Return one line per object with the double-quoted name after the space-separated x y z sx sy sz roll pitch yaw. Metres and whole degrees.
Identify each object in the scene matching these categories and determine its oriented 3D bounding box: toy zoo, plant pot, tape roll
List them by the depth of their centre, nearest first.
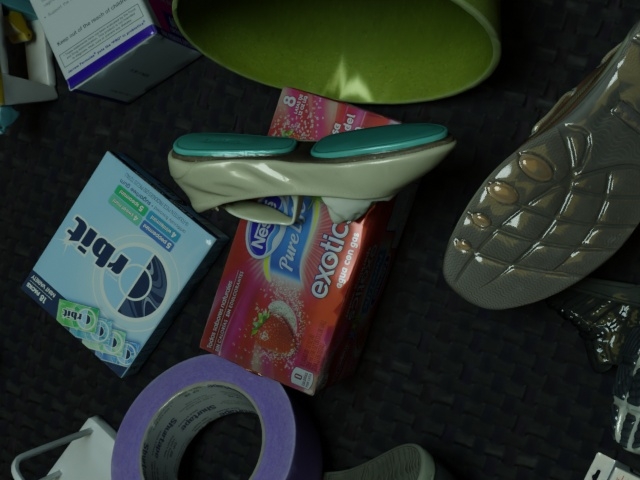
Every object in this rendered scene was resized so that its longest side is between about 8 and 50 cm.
0.034 -0.305 0.803 0.275 0.275 0.293 5 77 18 "plant pot"
-0.098 0.209 0.883 0.189 0.080 0.188 -10 57 16 "tape roll"
-0.345 -0.253 0.944 0.030 0.192 0.293 -7 88 18 "toy zoo"

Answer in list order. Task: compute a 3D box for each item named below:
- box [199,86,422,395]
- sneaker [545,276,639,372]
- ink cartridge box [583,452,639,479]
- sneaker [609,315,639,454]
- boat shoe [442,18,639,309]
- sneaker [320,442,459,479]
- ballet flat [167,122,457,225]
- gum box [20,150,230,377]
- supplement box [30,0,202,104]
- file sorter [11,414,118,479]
0.000 0.000 0.865 0.123 0.128 0.256 20 97 19 "box"
0.249 0.078 0.823 0.170 0.051 0.089 9 91 11 "sneaker"
0.278 0.232 0.829 0.083 0.028 0.048 25 98 17 "ink cartridge box"
0.343 0.070 0.750 0.110 0.107 0.275 38 89 -11 "sneaker"
0.234 -0.069 0.796 0.123 0.116 0.324 45 98 0 "boat shoe"
0.052 0.275 0.880 0.118 0.083 0.222 40 132 -24 "sneaker"
-0.007 -0.052 0.767 0.249 0.086 0.086 1 91 21 "ballet flat"
-0.210 0.025 0.982 0.157 0.041 0.184 38 101 14 "gum box"
-0.230 -0.267 0.947 0.114 0.111 0.220 -29 82 16 "supplement box"
-0.280 0.359 0.942 0.193 0.173 0.277 40 102 13 "file sorter"
